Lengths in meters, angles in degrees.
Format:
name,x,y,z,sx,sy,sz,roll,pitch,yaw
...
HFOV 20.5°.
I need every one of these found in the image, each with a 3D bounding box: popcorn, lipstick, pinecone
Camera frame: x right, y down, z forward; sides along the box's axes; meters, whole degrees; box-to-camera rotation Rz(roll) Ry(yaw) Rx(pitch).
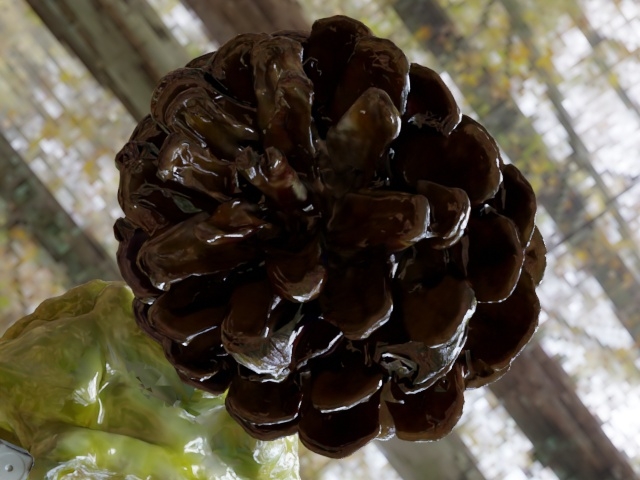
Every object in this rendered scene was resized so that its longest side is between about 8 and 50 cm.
name,x,y,z,sx,sy,sz,roll,pitch,yaw
popcorn,-0.146,0.158,1.403,0.312,0.312,0.312,-34,-162,12
lipstick,-0.202,0.140,1.124,0.025,0.025,0.107,-66,-168,-9
pinecone,-0.004,0.003,1.153,0.298,0.296,0.242,23,-109,26
